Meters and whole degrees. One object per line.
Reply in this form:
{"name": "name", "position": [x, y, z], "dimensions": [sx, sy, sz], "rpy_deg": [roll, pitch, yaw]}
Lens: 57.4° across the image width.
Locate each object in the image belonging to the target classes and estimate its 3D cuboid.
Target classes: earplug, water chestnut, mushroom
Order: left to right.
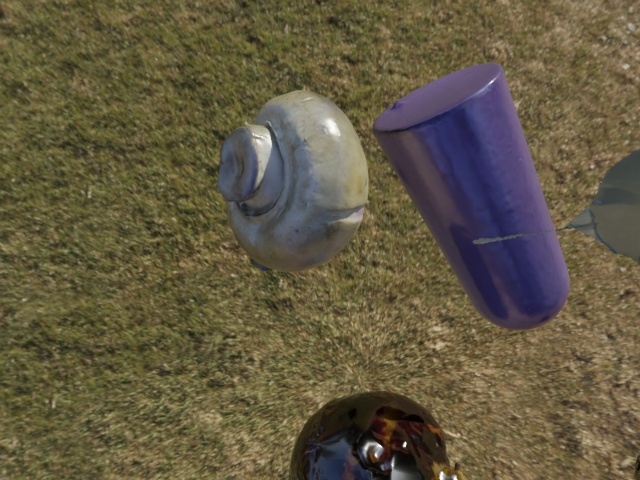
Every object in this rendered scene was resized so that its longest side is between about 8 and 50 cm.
{"name": "mushroom", "position": [-0.044, -0.073, 0.792], "dimensions": [0.255, 0.184, 0.254], "rpy_deg": [-6, 80, 40]}
{"name": "water chestnut", "position": [0.077, 0.441, 1.007], "dimensions": [0.347, 0.335, 0.335], "rpy_deg": [-44, 75, 28]}
{"name": "earplug", "position": [0.276, -0.043, 0.970], "dimensions": [0.215, 0.215, 0.455], "rpy_deg": [-32, 110, -4]}

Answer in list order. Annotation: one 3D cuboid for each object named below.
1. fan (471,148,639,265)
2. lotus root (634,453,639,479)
{"name": "fan", "position": [0.309, -0.021, 0.620], "dimensions": [0.311, 0.182, 0.010], "rpy_deg": [-8, 34, 35]}
{"name": "lotus root", "position": [0.709, 0.500, 1.193], "dimensions": [0.097, 0.258, 0.110], "rpy_deg": [28, 95, 19]}
